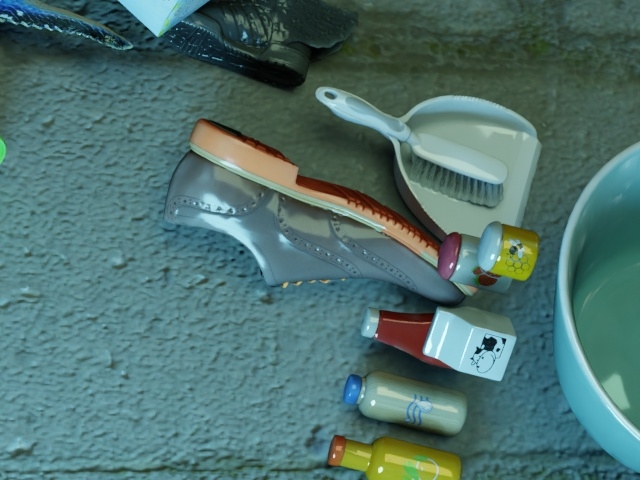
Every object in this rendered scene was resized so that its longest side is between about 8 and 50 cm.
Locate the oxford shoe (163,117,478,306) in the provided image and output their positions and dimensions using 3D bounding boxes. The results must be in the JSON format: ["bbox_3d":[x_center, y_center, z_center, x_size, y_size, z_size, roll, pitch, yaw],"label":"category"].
[{"bbox_3d":[0.000,0.000,1.610,0.271,0.097,0.098,27,95,-9],"label":"oxford shoe"}]

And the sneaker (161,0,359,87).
[{"bbox_3d":[-0.056,-0.189,1.686,0.170,0.051,0.089,22,63,-11],"label":"sneaker"}]

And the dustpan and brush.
[{"bbox_3d":[0.088,-0.077,1.668,0.211,0.060,0.147,21,63,-6],"label":"dustpan and brush"}]

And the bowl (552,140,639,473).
[{"bbox_3d":[0.313,0.079,1.606,0.311,0.163,0.311,6,65,-14],"label":"bowl"}]

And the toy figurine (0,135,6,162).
[{"bbox_3d":[-0.349,-0.127,1.552,0.173,0.130,0.159,0,55,-39],"label":"toy figurine"}]

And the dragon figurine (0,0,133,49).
[{"bbox_3d":[-0.297,-0.205,1.603,0.289,0.085,0.144,42,63,6],"label":"dragon figurine"}]

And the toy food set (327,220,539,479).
[{"bbox_3d":[0.084,0.079,1.549,0.104,0.232,0.111,14,21,-9],"label":"toy food set"}]

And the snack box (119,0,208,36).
[{"bbox_3d":[-0.125,-0.288,1.634,0.174,0.070,0.207,42,49,4],"label":"snack box"}]
